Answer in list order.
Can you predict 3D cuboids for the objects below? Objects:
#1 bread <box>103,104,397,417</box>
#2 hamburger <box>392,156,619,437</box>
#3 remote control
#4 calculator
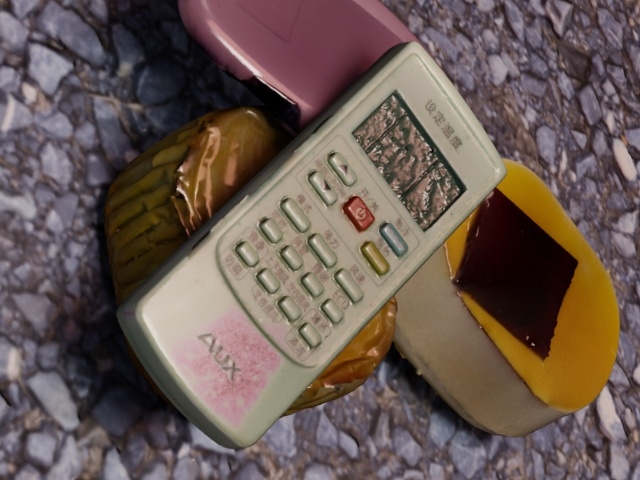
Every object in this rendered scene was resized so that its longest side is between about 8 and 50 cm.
[{"bbox_3d":[-0.057,0.022,1.307,0.227,0.142,0.253,-7,82,-48],"label":"bread"},{"bbox_3d":[0.156,0.051,1.512,0.295,0.151,0.227,54,49,-23],"label":"hamburger"},{"bbox_3d":[0.000,0.000,1.209,0.344,0.050,0.145,-46,108,-27],"label":"remote control"},{"bbox_3d":[0.001,-0.160,1.311,0.294,0.043,0.194,38,45,-23],"label":"calculator"}]
